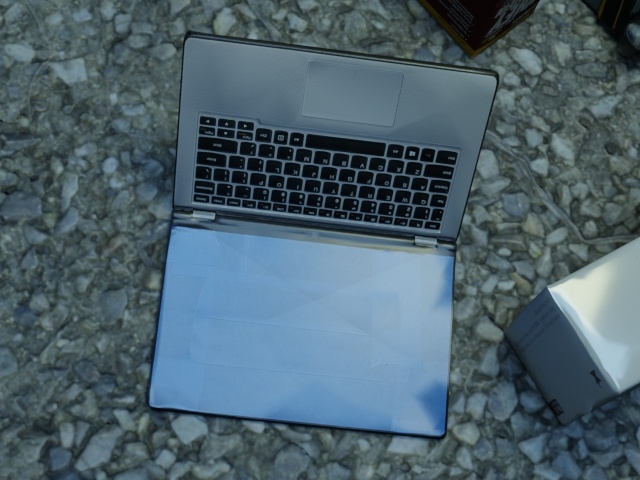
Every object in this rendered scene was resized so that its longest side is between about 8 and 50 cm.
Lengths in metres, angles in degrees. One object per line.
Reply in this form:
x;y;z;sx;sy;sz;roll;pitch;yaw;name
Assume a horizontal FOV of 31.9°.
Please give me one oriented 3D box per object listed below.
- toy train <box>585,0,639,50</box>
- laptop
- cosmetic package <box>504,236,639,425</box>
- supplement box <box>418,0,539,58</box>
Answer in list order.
0.534;-0.403;1.612;0.334;0.142;0.190;-38;70;-17;toy train
0.000;0.000;1.366;0.381;0.408;0.236;6;37;-5;laptop
0.446;0.065;1.399;0.385;0.217;0.156;-25;74;-15;cosmetic package
0.212;-0.395;1.535;0.129;0.194;0.191;-38;79;-17;supplement box
